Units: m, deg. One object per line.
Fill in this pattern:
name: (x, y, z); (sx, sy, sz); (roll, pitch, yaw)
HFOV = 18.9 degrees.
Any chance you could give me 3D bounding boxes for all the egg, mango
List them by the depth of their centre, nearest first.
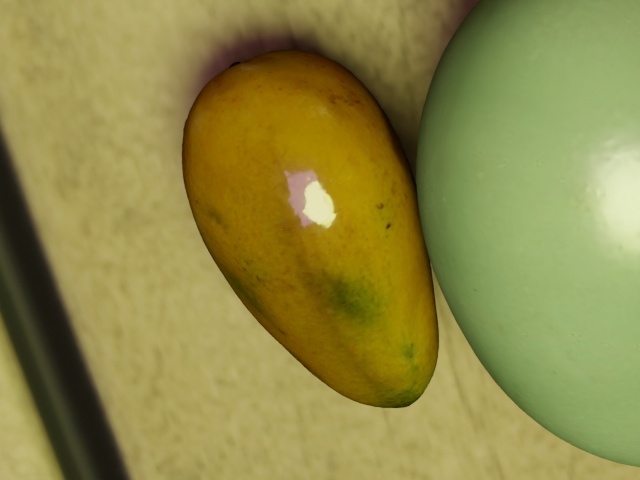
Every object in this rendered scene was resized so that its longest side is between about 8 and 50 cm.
egg: (0.126, -0.011, 0.766); (0.168, 0.168, 0.231); (-14, 124, 9)
mango: (-0.003, -0.004, 0.812); (0.089, 0.111, 0.163); (-27, 130, -14)
